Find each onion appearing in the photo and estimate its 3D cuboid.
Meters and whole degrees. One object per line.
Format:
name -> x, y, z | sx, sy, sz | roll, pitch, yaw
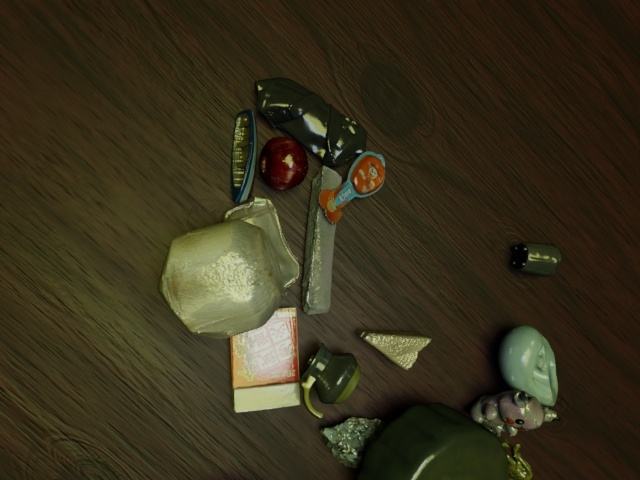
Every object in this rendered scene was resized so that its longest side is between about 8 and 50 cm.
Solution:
onion -> -0.089, -0.182, 1.043 | 0.131, 0.131, 0.131 | 2, 84, -14

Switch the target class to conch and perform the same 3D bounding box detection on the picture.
conch -> 0.555, 0.327, 1.159 | 0.185, 0.121, 0.220 | -28, 100, -22

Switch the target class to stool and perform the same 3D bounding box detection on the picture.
stool -> 0.595, 0.050, 1.213 | 0.110, 0.096, 0.096 | 8, 82, -8

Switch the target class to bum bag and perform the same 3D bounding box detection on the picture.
bum bag -> -0.027, -0.297, 1.094 | 0.327, 0.080, 0.142 | 31, 74, -9

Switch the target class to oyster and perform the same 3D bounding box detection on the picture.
oyster -> 0.089, 0.487, 1.054 | 0.178, 0.064, 0.124 | -4, 81, -17

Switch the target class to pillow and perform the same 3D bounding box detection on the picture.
pillow -> -0.137, 0.014, 1.053 | 0.131, 0.038, 0.232 | -25, 92, -16

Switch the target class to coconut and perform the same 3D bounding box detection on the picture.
coconut -> -0.213, 0.086, 0.919 | 0.248, 0.245, 0.244 | -18, 89, 2

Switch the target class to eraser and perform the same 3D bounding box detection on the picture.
eraser -> -0.131, 0.276, 1.029 | 0.158, 0.038, 0.230 | -2, 84, -15

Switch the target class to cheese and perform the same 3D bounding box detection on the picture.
cheese -> 0.088, -0.139, 1.100 | 0.256, 0.037, 0.106 | -43, 113, -31

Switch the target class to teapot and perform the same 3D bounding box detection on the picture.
teapot -> 0.014, 0.322, 1.013 | 0.119, 0.130, 0.165 | 33, 57, 5

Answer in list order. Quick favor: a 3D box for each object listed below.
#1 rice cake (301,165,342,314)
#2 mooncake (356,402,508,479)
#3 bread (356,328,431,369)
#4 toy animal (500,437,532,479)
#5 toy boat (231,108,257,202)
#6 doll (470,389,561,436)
rice cake -> 0.000, 0.000, 1.080 | 0.073, 0.056, 0.364 | 8, 81, -27
mooncake -> 0.252, 0.547, 0.998 | 0.352, 0.187, 0.350 | -3, 98, -22
bread -> 0.181, 0.238, 1.092 | 0.152, 0.077, 0.105 | 38, 80, -11
toy animal -> 0.475, 0.561, 1.093 | 0.136, 0.181, 0.073 | 43, 57, 5
toy boat -> -0.182, -0.199, 1.054 | 0.046, 0.080, 0.228 | 9, 80, -49
doll -> 0.475, 0.433, 1.101 | 0.149, 0.192, 0.095 | 41, 44, -24
